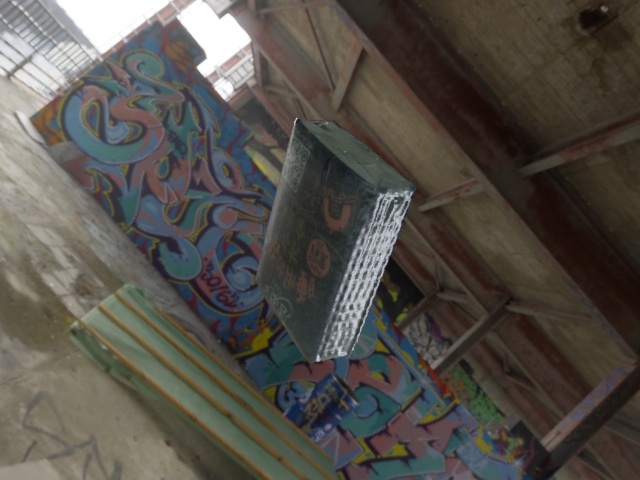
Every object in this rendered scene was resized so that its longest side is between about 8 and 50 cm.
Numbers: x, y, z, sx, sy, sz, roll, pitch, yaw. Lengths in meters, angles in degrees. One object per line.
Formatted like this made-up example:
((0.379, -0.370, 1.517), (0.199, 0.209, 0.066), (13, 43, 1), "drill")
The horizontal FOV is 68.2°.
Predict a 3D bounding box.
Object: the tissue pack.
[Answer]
((0.000, 0.000, 0.730), (0.228, 0.103, 0.316), (51, -46, 43), "tissue pack")
